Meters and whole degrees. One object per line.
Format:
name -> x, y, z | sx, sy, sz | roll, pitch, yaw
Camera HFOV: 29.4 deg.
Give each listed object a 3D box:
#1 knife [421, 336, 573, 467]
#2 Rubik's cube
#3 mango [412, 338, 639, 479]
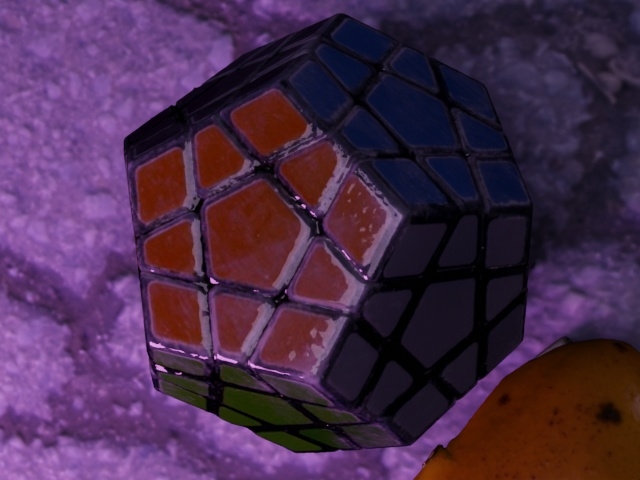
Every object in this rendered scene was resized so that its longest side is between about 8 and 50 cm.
knife -> 0.104, 0.187, 0.977 | 0.043, 0.020, 0.293 | 39, 103, 12
Rubik's cube -> -0.001, 0.000, 0.878 | 0.319, 0.319, 0.264 | 47, 129, 12
mango -> 0.162, 0.208, 0.889 | 0.191, 0.160, 0.290 | 34, 93, 11
